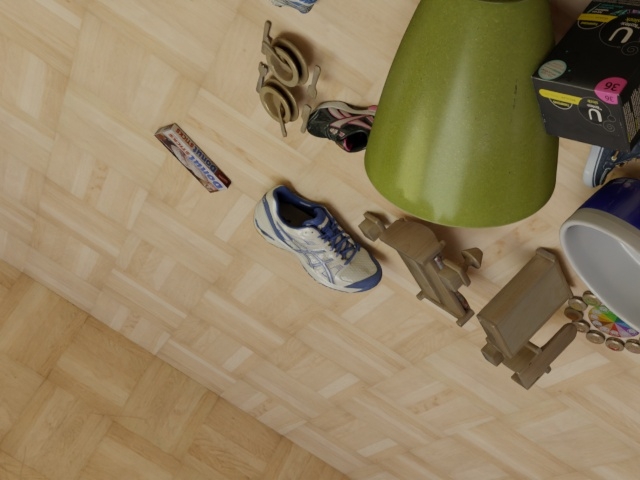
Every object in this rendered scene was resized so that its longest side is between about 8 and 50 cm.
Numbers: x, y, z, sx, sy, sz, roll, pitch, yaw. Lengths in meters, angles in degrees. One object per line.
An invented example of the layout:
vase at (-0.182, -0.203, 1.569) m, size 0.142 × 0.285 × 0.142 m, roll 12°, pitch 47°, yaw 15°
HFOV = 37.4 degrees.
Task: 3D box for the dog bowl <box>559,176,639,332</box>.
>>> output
dog bowl at (0.491, 0.035, 1.417) m, size 0.265 × 0.104 × 0.265 m, roll 46°, pitch 171°, yaw 10°

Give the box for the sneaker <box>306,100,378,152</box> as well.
sneaker at (0.043, -0.187, 1.603) m, size 0.178 × 0.077 × 0.072 m, roll 3°, pitch 141°, yaw 40°

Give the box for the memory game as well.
memory game at (0.543, 0.154, 1.757) m, size 0.186 × 0.012 × 0.186 m, roll 22°, pitch 150°, yaw 13°

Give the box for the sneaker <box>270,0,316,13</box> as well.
sneaker at (-0.069, -0.380, 1.428) m, size 0.135 × 0.052 × 0.058 m, roll 28°, pitch 155°, yaw 3°

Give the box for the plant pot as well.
plant pot at (0.207, -0.215, 1.263) m, size 0.274 × 0.275 × 0.294 m, roll 20°, pitch 134°, yaw 17°

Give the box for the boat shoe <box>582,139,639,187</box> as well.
boat shoe at (0.432, -0.129, 1.354) m, size 0.083 × 0.065 × 0.183 m, roll 21°, pitch 149°, yaw 17°

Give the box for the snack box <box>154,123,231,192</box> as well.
snack box at (-0.264, -0.169, 1.964) m, size 0.064 × 0.022 × 0.178 m, roll -9°, pitch 133°, yaw 47°

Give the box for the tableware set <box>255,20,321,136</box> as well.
tableware set at (-0.069, -0.259, 1.589) m, size 0.128 × 0.039 × 0.194 m, roll 43°, pitch 153°, yaw 14°

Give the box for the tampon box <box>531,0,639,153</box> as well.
tampon box at (0.361, -0.208, 1.175) m, size 0.120 × 0.161 × 0.101 m, roll 20°, pitch 152°, yaw 39°

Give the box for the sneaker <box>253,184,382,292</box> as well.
sneaker at (0.000, 0.000, 1.902) m, size 0.296 × 0.112 × 0.131 m, roll 30°, pitch 151°, yaw -2°

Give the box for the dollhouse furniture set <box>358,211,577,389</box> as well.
dollhouse furniture set at (0.288, 0.067, 1.810) m, size 0.355 × 0.174 × 0.303 m, roll 34°, pitch 163°, yaw 49°
